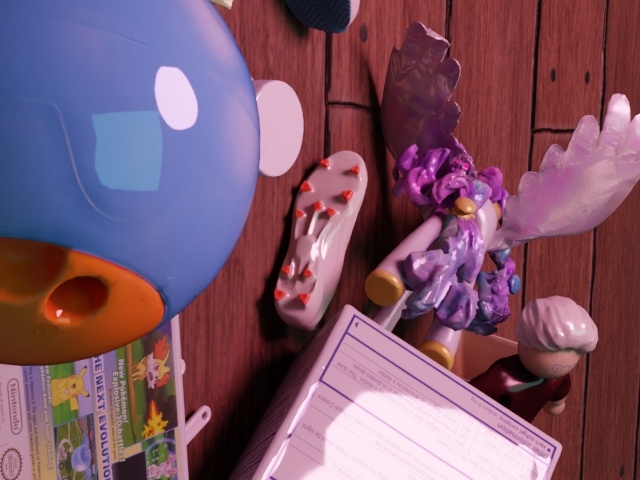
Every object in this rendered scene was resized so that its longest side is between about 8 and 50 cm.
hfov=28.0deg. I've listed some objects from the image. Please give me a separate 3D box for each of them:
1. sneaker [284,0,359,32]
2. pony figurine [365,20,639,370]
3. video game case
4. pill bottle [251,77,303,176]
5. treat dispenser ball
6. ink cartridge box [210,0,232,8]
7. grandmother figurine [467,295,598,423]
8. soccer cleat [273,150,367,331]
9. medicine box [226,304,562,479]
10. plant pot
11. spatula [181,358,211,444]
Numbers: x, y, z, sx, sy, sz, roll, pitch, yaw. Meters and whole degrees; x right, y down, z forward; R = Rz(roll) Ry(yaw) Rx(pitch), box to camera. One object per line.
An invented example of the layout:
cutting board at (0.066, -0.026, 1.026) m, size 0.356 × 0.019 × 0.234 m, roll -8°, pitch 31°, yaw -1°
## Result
sneaker at (-0.003, -0.310, 1.249) m, size 0.092 × 0.087 × 0.229 m, roll -53°, pitch 138°, yaw -41°
pony figurine at (0.152, -0.018, 1.416) m, size 0.363 × 0.302 × 0.351 m, roll -56°, pitch 170°, yaw -41°
video game case at (-0.221, 0.234, 1.020) m, size 0.300 × 0.036 × 0.329 m, roll -16°, pitch 108°, yaw -48°
pill bottle at (-0.109, -0.093, 1.027) m, size 0.103 × 0.184 × 0.103 m, roll -15°, pitch 108°, yaw -55°
treat dispenser ball at (-0.182, -0.063, 0.823) m, size 0.288 × 0.288 × 0.288 m, roll -14°, pitch 107°, yaw -56°
ink cartridge box at (-0.088, -0.318, 1.091) m, size 0.109 × 0.062 × 0.209 m, roll 19°, pitch 77°, yaw -21°
grandmother figurine at (0.215, 0.196, 1.487) m, size 0.207 × 0.104 × 0.342 m, roll -13°, pitch 141°, yaw -42°
soccer cleat at (0.000, 0.000, 1.331) m, size 0.076 × 0.068 × 0.196 m, roll 60°, pitch 46°, yaw -63°
medicine box at (0.050, 0.261, 1.237) m, size 0.263 × 0.149 × 0.289 m, roll 34°, pitch 56°, yaw -5°
plant pot at (0.196, 0.186, 1.629) m, size 0.109 × 0.109 × 0.096 m, roll -39°, pitch 139°, yaw -48°
spatula at (-0.183, 0.175, 1.116) m, size 0.242 × 0.019 × 0.168 m, roll -47°, pitch 128°, yaw -45°
